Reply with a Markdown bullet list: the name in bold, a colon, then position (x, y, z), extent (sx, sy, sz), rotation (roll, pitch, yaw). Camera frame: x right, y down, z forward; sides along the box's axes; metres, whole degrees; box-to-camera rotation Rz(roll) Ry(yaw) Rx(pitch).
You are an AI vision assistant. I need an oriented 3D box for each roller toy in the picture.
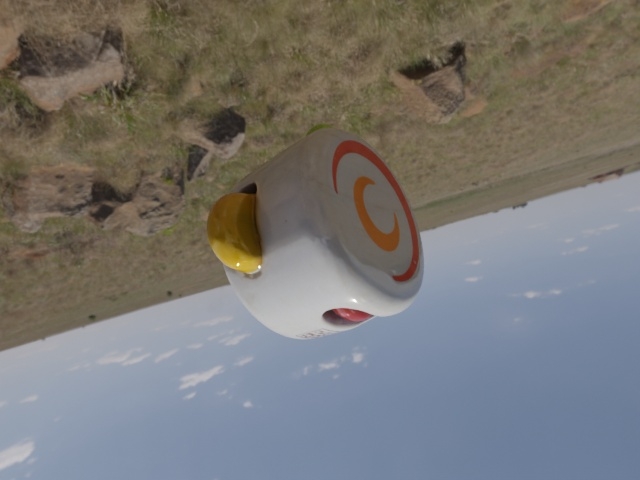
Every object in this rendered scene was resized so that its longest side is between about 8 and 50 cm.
- **roller toy**: position (0.000, 0.000, 0.436), extent (0.146, 0.191, 0.209), rotation (-25, -162, 33)
